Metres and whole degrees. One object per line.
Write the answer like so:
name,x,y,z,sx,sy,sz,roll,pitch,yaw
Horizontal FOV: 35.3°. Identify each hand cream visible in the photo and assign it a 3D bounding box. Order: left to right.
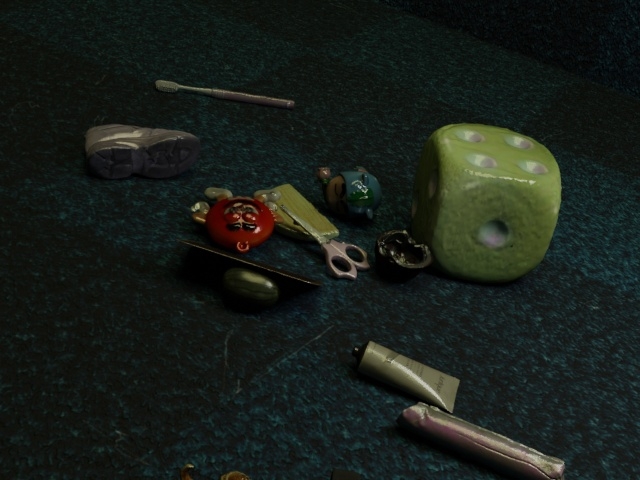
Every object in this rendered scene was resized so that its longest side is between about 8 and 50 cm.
hand cream,0.138,0.219,1.657,0.186,0.054,0.087,23,34,2

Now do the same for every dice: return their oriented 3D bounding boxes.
dice,0.326,-0.076,2.037,0.251,0.254,0.250,9,29,-8

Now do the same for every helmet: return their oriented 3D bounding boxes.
helmet,0.155,0.038,1.952,0.098,0.070,0.123,-20,51,-36

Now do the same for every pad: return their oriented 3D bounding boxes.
pad,-0.124,0.039,1.809,0.266,0.002,0.176,18,0,6

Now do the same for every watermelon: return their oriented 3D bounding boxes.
watermelon,-0.119,0.082,1.750,0.110,0.078,0.078,17,29,2

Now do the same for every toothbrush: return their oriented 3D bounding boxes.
toothbrush,-0.238,-0.363,2.522,0.353,0.024,0.029,7,35,-12

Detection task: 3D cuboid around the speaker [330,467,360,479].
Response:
speaker,0.025,0.384,1.319,0.040,0.046,0.191,11,31,-2

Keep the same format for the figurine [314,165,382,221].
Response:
figurine,0.057,-0.106,2.138,0.144,0.114,0.178,6,18,0

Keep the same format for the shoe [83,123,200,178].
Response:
shoe,-0.378,-0.198,2.104,0.245,0.095,0.138,-8,38,-23

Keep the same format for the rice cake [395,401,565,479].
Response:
rice cake,0.245,0.312,1.533,0.269,0.055,0.049,23,35,11

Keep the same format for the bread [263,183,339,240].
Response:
bread,-0.061,-0.045,2.040,0.112,0.036,0.193,-16,42,-33

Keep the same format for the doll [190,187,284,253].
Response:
doll,-0.162,-0.048,1.946,0.183,0.085,0.217,3,31,0

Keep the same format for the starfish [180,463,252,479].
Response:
starfish,-0.102,0.352,1.288,0.189,0.074,0.146,19,28,9

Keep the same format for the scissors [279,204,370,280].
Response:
scissors,0.000,0.000,1.956,0.212,0.021,0.110,38,37,13
